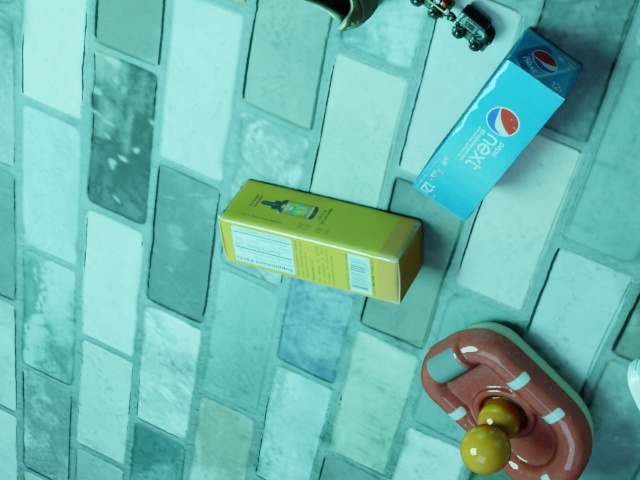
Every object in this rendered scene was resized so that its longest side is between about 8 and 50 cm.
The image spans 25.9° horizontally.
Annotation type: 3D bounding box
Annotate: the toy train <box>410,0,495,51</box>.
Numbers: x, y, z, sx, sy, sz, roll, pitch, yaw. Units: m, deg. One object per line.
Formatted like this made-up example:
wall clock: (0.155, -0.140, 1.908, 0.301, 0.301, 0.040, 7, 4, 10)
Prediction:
toy train: (0.111, -0.249, 1.405, 0.158, 0.027, 0.036, 37, 133, -3)

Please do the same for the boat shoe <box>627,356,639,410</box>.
boat shoe: (0.418, 0.206, 1.593, 0.063, 0.066, 0.184, -17, 107, 41)

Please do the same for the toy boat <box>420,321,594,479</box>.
toy boat: (0.213, 0.219, 1.657, 0.231, 0.151, 0.151, 43, 136, -8)

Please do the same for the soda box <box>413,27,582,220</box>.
soda box: (0.181, -0.116, 1.447, 0.071, 0.067, 0.210, 35, 137, 0)

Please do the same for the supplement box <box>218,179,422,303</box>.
supplement box: (0.000, 0.000, 1.652, 0.233, 0.078, 0.080, 16, 136, 20)

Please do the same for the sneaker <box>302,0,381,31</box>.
sneaker: (-0.020, -0.289, 1.417, 0.188, 0.071, 0.066, 38, 137, -3)
